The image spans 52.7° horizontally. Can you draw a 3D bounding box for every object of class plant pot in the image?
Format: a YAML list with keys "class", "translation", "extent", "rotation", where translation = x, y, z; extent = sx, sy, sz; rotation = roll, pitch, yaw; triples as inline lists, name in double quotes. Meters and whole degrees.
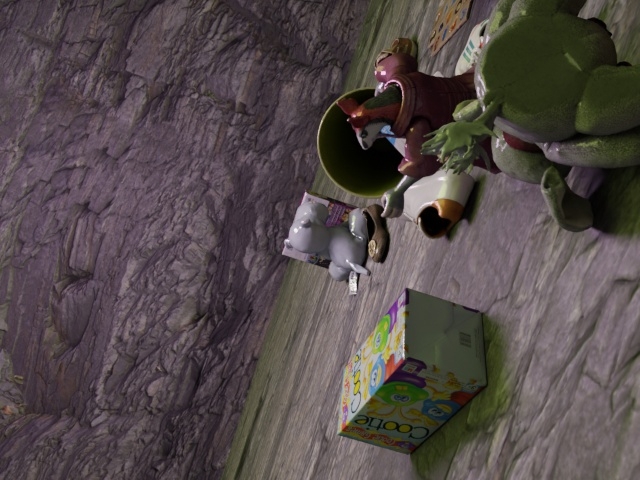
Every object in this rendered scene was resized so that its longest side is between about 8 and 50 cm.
- class: "plant pot"
  translation: [0.156, -0.277, 1.721]
  extent: [0.293, 0.274, 0.275]
  rotation: [-53, -14, -69]

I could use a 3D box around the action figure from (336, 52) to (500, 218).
- class: "action figure"
  translation: [0.201, -0.197, 1.008]
  extent: [0.275, 0.370, 0.248]
  rotation: [-32, 70, 54]

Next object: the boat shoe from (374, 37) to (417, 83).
- class: "boat shoe"
  translation: [0.239, -0.580, 2.092]
  extent: [0.324, 0.116, 0.123]
  rotation: [-85, 17, -52]

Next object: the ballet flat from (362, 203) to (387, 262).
- class: "ballet flat"
  translation: [0.146, -0.027, 1.794]
  extent: [0.250, 0.058, 0.084]
  rotation: [-86, 16, -53]

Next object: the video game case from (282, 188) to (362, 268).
- class: "video game case"
  translation: [0.010, -0.028, 2.101]
  extent: [0.042, 0.210, 0.232]
  rotation: [-94, 24, -66]

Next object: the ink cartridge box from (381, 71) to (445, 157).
- class: "ink cartridge box"
  translation: [0.235, -0.287, 1.486]
  extent: [0.181, 0.104, 0.061]
  rotation: [-45, -4, 32]

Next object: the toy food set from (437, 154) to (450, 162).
- class: "toy food set"
  translation: [0.289, -0.219, 1.355]
  extent: [0.192, 0.038, 0.132]
  rotation: [-47, 17, 33]

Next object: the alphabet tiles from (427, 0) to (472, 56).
- class: "alphabet tiles"
  translation: [0.386, -0.682, 1.791]
  extent: [0.342, 0.011, 0.285]
  rotation: [146, 140, -74]

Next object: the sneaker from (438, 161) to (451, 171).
- class: "sneaker"
  translation: [0.251, -0.157, 1.456]
  extent: [0.170, 0.063, 0.075]
  rotation: [-76, 10, -47]

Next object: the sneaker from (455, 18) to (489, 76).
- class: "sneaker"
  translation: [0.343, -0.409, 1.407]
  extent: [0.075, 0.057, 0.161]
  rotation: [167, 124, -85]

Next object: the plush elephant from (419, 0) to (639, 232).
- class: "plush elephant"
  translation: [0.296, -0.164, 0.804]
  extent: [0.330, 0.272, 0.255]
  rotation: [-37, -21, 13]

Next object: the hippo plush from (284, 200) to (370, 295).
- class: "hippo plush"
  translation: [0.010, 0.014, 1.948]
  extent: [0.234, 0.236, 0.294]
  rotation: [120, 165, -48]

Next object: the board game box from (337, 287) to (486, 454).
- class: "board game box"
  translation: [0.147, 0.231, 1.102]
  extent: [0.275, 0.142, 0.144]
  rotation: [118, 166, -44]

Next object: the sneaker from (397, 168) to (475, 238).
- class: "sneaker"
  translation: [0.212, -0.060, 1.359]
  extent: [0.290, 0.105, 0.123]
  rotation: [149, 140, -73]
